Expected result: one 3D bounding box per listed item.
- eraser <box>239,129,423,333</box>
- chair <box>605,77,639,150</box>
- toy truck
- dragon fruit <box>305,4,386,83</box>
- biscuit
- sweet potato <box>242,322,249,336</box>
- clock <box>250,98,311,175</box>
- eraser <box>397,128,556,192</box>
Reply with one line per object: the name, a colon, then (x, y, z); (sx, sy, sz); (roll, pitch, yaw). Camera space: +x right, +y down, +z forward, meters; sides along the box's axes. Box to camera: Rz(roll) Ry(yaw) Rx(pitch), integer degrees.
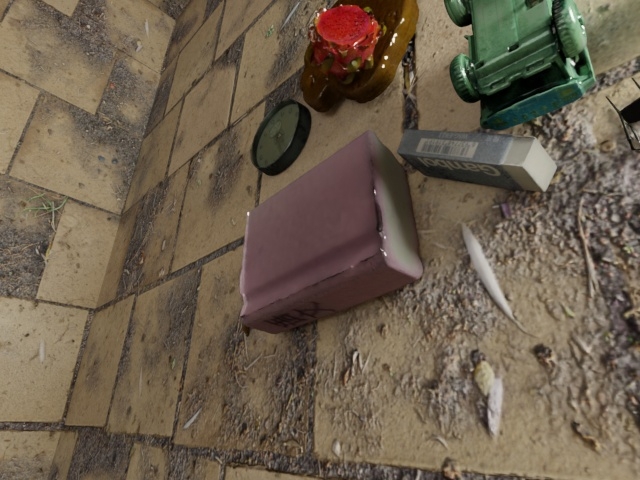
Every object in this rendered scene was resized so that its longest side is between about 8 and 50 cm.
eraser: (0.000, 0.000, 0.764); (0.359, 0.122, 0.272); (-28, 50, 36)
chair: (0.378, -0.151, 0.476); (0.042, 0.037, 0.086); (-36, 43, 47)
toy truck: (0.280, -0.296, 0.565); (0.155, 0.156, 0.279); (-18, 59, 43)
dragon fruit: (0.034, -0.400, 0.824); (0.133, 0.150, 0.208); (-44, 27, -21)
biscuit: (0.088, -0.460, 0.934); (0.359, 0.074, 0.381); (-32, 52, 37)
sweet potato: (-0.169, 0.166, 0.941); (0.026, 0.026, 0.115); (-12, 61, 45)
clock: (-0.113, -0.282, 1.092); (0.215, 0.042, 0.215); (-24, 55, 39)
eraser: (0.220, -0.121, 0.595); (0.212, 0.092, 0.046); (24, 89, 51)
